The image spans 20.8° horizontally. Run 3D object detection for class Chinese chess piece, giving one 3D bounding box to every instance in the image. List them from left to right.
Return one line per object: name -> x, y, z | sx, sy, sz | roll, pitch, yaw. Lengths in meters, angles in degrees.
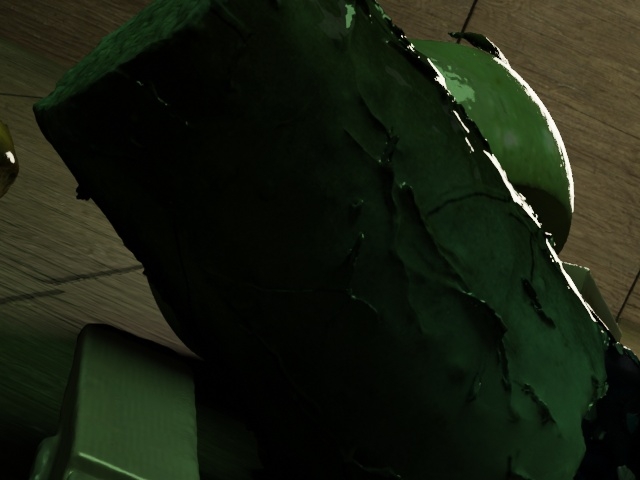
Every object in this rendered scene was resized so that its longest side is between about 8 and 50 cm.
Chinese chess piece -> 0.027, -0.024, 1.400 | 0.349, 0.349, 0.146 | 16, 50, -49

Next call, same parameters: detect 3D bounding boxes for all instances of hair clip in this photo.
hair clip -> -0.095, 0.130, 0.796 | 0.085, 0.101, 0.331 | 27, 7, -11

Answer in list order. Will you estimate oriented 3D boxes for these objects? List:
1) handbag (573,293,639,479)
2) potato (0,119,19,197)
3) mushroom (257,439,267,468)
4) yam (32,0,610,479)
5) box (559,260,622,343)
handbag -> 0.137, 0.111, 1.265 | 0.260, 0.162, 0.113 | 48, -25, 0
potato -> -0.361, -0.096, 1.612 | 0.149, 0.113, 0.251 | 28, 11, -37
mushroom -> 0.011, 0.070, 1.189 | 0.071, 0.209, 0.084 | 10, -10, 19
yam -> 0.000, 0.000, 0.999 | 0.348, 0.241, 0.241 | 57, -4, -19
box -> 0.213, 0.071, 1.762 | 0.149, 0.067, 0.233 | 18, -11, 23
